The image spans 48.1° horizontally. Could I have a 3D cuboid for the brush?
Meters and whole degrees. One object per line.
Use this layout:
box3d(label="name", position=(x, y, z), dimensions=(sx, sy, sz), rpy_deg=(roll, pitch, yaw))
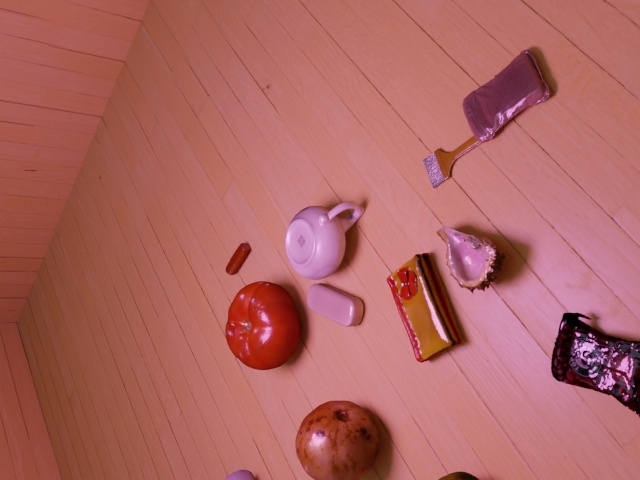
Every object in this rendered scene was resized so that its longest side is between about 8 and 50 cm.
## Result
box3d(label="brush", position=(0.330, -0.209, 1.710), dimensions=(0.205, 0.011, 0.083), rpy_deg=(-36, 61, 41))

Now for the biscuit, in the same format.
box3d(label="biscuit", position=(0.554, 0.239, 1.387), dimensions=(0.235, 0.063, 0.151), rpy_deg=(22, 103, 50))

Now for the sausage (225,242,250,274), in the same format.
box3d(label="sausage", position=(-0.272, 0.064, 2.351), dimensions=(0.041, 0.039, 0.131), rpy_deg=(53, 126, 27))

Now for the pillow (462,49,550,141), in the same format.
box3d(label="pillow", position=(0.409, -0.320, 1.608), dimensions=(0.211, 0.034, 0.135), rpy_deg=(-37, 63, 40))

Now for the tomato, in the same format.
box3d(label="tomato", position=(-0.161, 0.248, 2.108), dimensions=(0.260, 0.180, 0.259), rpy_deg=(-3, 86, 46))

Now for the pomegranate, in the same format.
box3d(label="pomegranate", position=(0.042, 0.525, 1.849), dimensions=(0.215, 0.215, 0.215), rpy_deg=(-4, 85, 48))

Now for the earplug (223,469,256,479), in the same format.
box3d(label="earplug", position=(-0.177, 0.840, 2.115), dimensions=(0.301, 0.172, 0.172), rpy_deg=(32, 111, 39))

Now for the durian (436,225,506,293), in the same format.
box3d(label="durian", position=(0.344, 0.029, 1.635), dimensions=(0.224, 0.078, 0.140), rpy_deg=(51, 137, 50))

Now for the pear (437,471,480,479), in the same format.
box3d(label="pear", position=(0.260, 0.633, 1.564), dimensions=(0.164, 0.238, 0.255), rpy_deg=(27, 110, 52))

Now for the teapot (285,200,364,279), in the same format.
box3d(label="teapot", position=(0.000, 0.000, 1.978), dimensions=(0.298, 0.139, 0.204), rpy_deg=(-48, 52, 38))

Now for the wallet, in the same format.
box3d(label="wallet", position=(0.243, 0.165, 1.743), dimensions=(0.141, 0.067, 0.241), rpy_deg=(-40, 59, 42))

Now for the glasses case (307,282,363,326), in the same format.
box3d(label="glasses case", position=(0.039, 0.177, 1.984), dimensions=(0.196, 0.050, 0.083), rpy_deg=(22, 107, 47))
